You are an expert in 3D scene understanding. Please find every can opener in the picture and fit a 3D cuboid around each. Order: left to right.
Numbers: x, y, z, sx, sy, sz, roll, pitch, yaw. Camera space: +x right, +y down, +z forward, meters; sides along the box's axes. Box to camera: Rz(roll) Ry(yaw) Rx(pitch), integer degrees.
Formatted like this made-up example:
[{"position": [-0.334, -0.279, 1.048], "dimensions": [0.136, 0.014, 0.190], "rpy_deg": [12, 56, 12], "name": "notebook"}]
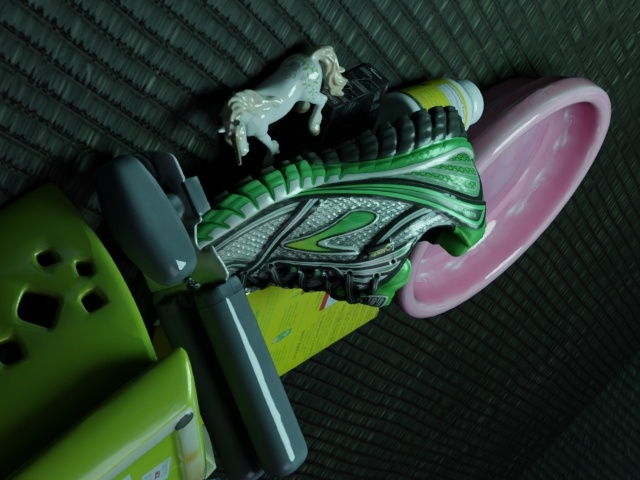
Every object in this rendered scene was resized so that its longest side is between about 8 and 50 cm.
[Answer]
[{"position": [-0.102, 0.066, 1.131], "dimensions": [0.076, 0.283, 0.095], "rpy_deg": [-17, -170, 32], "name": "can opener"}]

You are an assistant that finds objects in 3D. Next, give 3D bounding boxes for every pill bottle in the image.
[{"position": [0.107, -0.123, 1.426], "dimensions": [0.116, 0.065, 0.065], "rpy_deg": [-22, 147, -45], "name": "pill bottle"}]

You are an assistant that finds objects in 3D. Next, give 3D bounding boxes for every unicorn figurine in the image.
[{"position": [-0.042, -0.107, 1.214], "dimensions": [0.162, 0.060, 0.111], "rpy_deg": [-56, 162, -22], "name": "unicorn figurine"}]

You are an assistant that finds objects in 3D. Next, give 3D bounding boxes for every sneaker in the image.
[{"position": [0.000, 0.000, 1.260], "dimensions": [0.344, 0.146, 0.134], "rpy_deg": [-22, 175, -19], "name": "sneaker"}]

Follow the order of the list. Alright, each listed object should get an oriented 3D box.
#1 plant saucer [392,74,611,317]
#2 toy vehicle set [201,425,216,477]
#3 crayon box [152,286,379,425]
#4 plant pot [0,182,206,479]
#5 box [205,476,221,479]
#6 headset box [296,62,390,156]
[{"position": [0.186, -0.060, 1.651], "dimensions": [0.332, 0.084, 0.332], "rpy_deg": [-37, 155, -20], "name": "plant saucer"}, {"position": [-0.214, 0.294, 1.492], "dimensions": [0.267, 0.035, 0.166], "rpy_deg": [-46, -170, 0], "name": "toy vehicle set"}, {"position": [-0.054, 0.055, 1.421], "dimensions": [0.318, 0.081, 0.202], "rpy_deg": [-29, 152, -38], "name": "crayon box"}, {"position": [-0.216, 0.135, 1.105], "dimensions": [0.227, 0.207, 0.228], "rpy_deg": [-38, 157, -21], "name": "plant pot"}, {"position": [-0.177, 0.346, 1.765], "dimensions": [0.137, 0.027, 0.094], "rpy_deg": [-52, 156, 15], "name": "box"}, {"position": [0.018, -0.117, 1.322], "dimensions": [0.083, 0.032, 0.062], "rpy_deg": [-28, 151, -36], "name": "headset box"}]
